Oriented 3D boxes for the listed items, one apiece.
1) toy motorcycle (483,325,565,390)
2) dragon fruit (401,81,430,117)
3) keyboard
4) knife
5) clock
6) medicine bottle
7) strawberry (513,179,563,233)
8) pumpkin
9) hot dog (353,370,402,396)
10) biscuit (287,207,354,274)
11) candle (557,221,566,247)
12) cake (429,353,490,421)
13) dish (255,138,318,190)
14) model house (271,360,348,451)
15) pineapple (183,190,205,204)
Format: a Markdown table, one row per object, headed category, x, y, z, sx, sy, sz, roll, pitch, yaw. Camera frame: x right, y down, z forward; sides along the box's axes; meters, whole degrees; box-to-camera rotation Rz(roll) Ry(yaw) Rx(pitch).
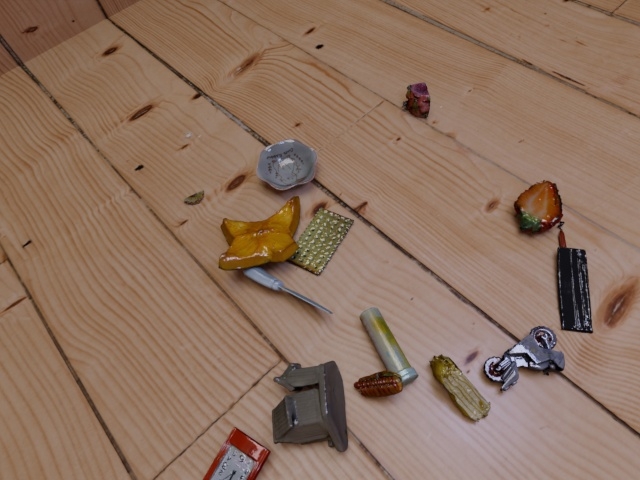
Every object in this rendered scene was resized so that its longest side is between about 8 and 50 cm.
| category | x | y | z | sx | sy | sz | roll | pitch | yaw |
| --- | --- | --- | --- | --- | --- | --- | --- | --- | --- |
| toy motorcycle | 0.535 | 0.317 | 1.118 | 0.215 | 0.080 | 0.123 | -31 | 57 | -6 |
| dragon fruit | 0.365 | -0.543 | 1.660 | 0.096 | 0.102 | 0.147 | 0 | 48 | -1 |
| keyboard | 0.717 | 0.135 | 1.225 | 0.087 | 0.017 | 0.251 | 5 | 66 | 10 |
| knife | -0.096 | 0.150 | 1.301 | 0.331 | 0.080 | 0.044 | 24 | 86 | 23 |
| clock | -0.207 | 0.565 | 1.069 | 0.113 | 0.061 | 0.155 | 25 | 68 | 21 |
| medicine bottle | 0.182 | 0.290 | 1.183 | 0.073 | 0.074 | 0.218 | -23 | 56 | -7 |
| strawberry | 0.678 | -0.094 | 1.347 | 0.140 | 0.085 | 0.192 | -8 | 52 | 11 |
| pumpkin | -0.183 | -0.016 | 1.385 | 0.290 | 0.095 | 0.258 | -15 | 39 | -3 |
| hot dog | 0.147 | 0.372 | 1.115 | 0.144 | 0.038 | 0.062 | -21 | 65 | 37 |
| biscuit | 0.000 | 0.000 | 1.416 | 0.139 | 0.016 | 0.232 | 23 | 64 | 21 |
| candle | 0.736 | 0.010 | 1.311 | 0.026 | 0.021 | 0.168 | 6 | 60 | 10 |
| cake | 0.345 | 0.380 | 1.125 | 0.185 | 0.116 | 0.080 | 46 | 75 | -5 |
| dish | -0.116 | -0.256 | 1.555 | 0.229 | 0.081 | 0.230 | -2 | 61 | 3 |
| model house | -0.035 | 0.421 | 1.102 | 0.188 | 0.122 | 0.229 | -11 | 53 | 6 |
| pineapple | -0.456 | -0.151 | 1.567 | 0.083 | 0.019 | 0.045 | -26 | 56 | -12 |
